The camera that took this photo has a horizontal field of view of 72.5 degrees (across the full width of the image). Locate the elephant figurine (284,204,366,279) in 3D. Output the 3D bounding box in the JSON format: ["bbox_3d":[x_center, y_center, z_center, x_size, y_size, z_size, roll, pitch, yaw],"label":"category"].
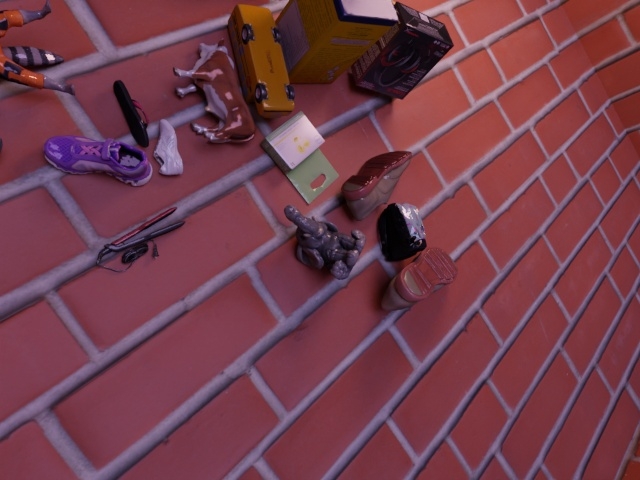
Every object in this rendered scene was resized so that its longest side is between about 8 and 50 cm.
[{"bbox_3d":[0.000,0.000,1.265,0.240,0.186,0.169,26,27,4],"label":"elephant figurine"}]

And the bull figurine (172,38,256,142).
[{"bbox_3d":[-0.292,-0.411,1.208,0.188,0.101,0.310,-27,91,-28],"label":"bull figurine"}]

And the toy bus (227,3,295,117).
[{"bbox_3d":[-0.176,-0.517,1.280,0.108,0.130,0.332,-10,84,-33],"label":"toy bus"}]

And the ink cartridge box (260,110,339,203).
[{"bbox_3d":[-0.048,-0.255,1.344,0.235,0.056,0.171,50,59,-9],"label":"ink cartridge box"}]

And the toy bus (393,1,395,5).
[{"bbox_3d":[0.162,-0.872,1.564,0.220,0.149,0.211,44,48,-12],"label":"toy bus"}]

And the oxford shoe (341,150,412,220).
[{"bbox_3d":[0.196,-0.193,1.459,0.348,0.123,0.130,-39,126,-32],"label":"oxford shoe"}]

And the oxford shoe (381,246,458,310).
[{"bbox_3d":[0.327,0.125,1.448,0.397,0.146,0.140,-15,66,-49],"label":"oxford shoe"}]

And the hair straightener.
[{"bbox_3d":[-0.428,0.008,1.061,0.230,0.047,0.089,-36,98,-31],"label":"hair straightener"}]

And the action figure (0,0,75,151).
[{"bbox_3d":[-0.723,-0.347,0.939,0.330,0.178,0.341,-17,115,-26],"label":"action figure"}]

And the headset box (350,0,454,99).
[{"bbox_3d":[0.258,-0.612,1.469,0.218,0.293,0.110,5,61,-33],"label":"headset box"}]

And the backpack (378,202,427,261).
[{"bbox_3d":[0.271,-0.036,1.442,0.115,0.152,0.181,0,67,-37],"label":"backpack"}]

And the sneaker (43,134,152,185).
[{"bbox_3d":[-0.513,-0.201,1.026,0.237,0.105,0.095,10,75,-27],"label":"sneaker"}]

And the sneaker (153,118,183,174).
[{"bbox_3d":[-0.402,-0.242,1.131,0.061,0.054,0.152,-13,86,-29],"label":"sneaker"}]

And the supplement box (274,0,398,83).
[{"bbox_3d":[0.026,-0.637,1.292,0.195,0.357,0.194,-13,86,-32],"label":"supplement box"}]

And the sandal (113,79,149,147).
[{"bbox_3d":[-0.468,-0.323,1.106,0.040,0.067,0.179,-24,89,-44],"label":"sandal"}]
